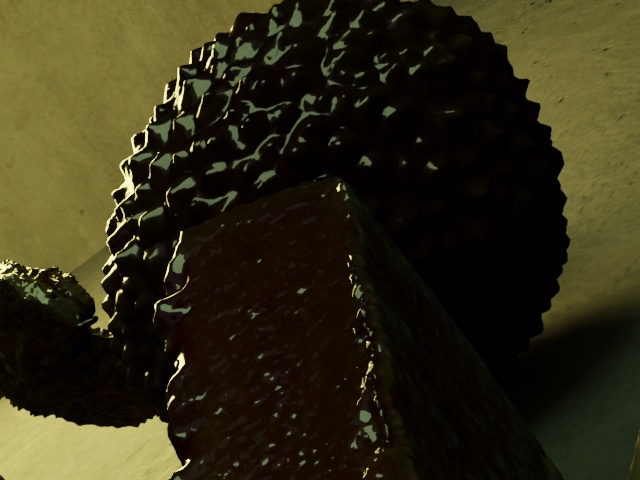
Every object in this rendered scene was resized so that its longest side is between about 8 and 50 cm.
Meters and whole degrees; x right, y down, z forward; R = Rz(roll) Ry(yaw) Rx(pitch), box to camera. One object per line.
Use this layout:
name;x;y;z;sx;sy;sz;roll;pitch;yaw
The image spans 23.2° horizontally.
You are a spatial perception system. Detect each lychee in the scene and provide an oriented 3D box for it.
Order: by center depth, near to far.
lychee;0.000;0.000;0.863;0.267;0.267;0.267;-35;11;8

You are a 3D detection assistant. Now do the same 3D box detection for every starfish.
starfish;-0.164;0.092;1.057;0.303;0.312;0.113;14;73;30

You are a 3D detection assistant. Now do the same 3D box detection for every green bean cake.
green bean cake;0.016;0.096;0.591;0.097;0.198;0.233;-35;16;16

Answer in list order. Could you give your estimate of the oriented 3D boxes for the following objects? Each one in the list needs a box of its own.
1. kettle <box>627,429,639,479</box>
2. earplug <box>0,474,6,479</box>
kettle;0.143;0.066;0.343;0.098;0.127;0.148;-44;-26;-15
earplug;-0.399;0.115;1.086;0.215;0.456;0.215;-36;8;6
